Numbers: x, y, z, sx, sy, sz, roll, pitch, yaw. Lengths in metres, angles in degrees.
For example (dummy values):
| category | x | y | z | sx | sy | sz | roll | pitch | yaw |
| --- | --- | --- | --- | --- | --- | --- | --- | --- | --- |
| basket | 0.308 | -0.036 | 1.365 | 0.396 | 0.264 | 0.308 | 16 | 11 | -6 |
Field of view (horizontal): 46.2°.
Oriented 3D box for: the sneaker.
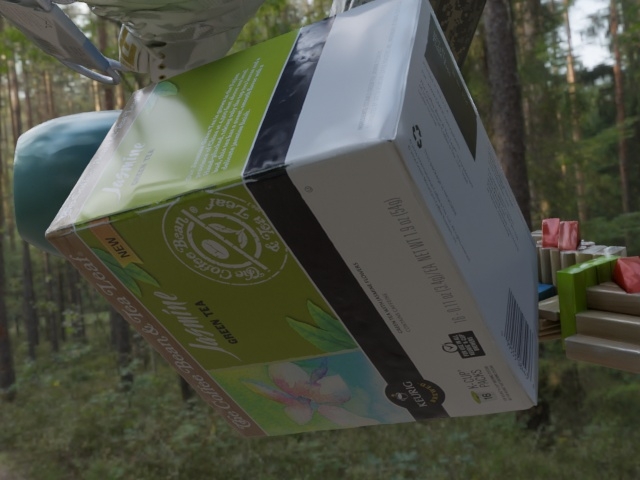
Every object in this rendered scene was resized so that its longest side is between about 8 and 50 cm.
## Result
| category | x | y | z | sx | sy | sz | roll | pitch | yaw |
| --- | --- | --- | --- | --- | --- | --- | --- | --- | --- |
| sneaker | -0.175 | -0.217 | 0.722 | 0.293 | 0.108 | 0.169 | -14 | -24 | -46 |

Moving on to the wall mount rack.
| category | x | y | z | sx | sy | sz | roll | pitch | yaw |
| --- | --- | --- | --- | --- | --- | --- | --- | --- | --- |
| wall mount rack | -0.304 | -0.318 | 1.006 | 0.304 | 0.130 | 0.350 | 19 | -7 | 10 |

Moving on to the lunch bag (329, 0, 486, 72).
| category | x | y | z | sx | sy | sz | roll | pitch | yaw |
| --- | --- | --- | --- | --- | --- | --- | --- | --- | --- |
| lunch bag | 0.127 | -0.419 | 1.262 | 0.213 | 0.304 | 0.256 | 2 | 26 | -34 |

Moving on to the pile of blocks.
| category | x | y | z | sx | sy | sz | roll | pitch | yaw |
| --- | --- | --- | --- | --- | --- | --- | --- | --- | --- |
| pile of blocks | 0.268 | 0.039 | 0.839 | 0.149 | 0.112 | 0.362 | -9 | 9 | -9 |

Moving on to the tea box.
| category | x | y | z | sx | sy | sz | roll | pitch | yaw |
| --- | --- | --- | --- | --- | --- | --- | --- | --- | --- |
| tea box | 0.000 | 0.000 | 0.709 | 0.324 | 0.219 | 0.329 | -13 | -50 | 28 |

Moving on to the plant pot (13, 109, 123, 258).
| category | x | y | z | sx | sy | sz | roll | pitch | yaw |
| --- | --- | --- | --- | --- | --- | --- | --- | --- | --- |
| plant pot | -0.406 | -0.093 | 1.326 | 0.235 | 0.292 | 0.293 | 1 | -5 | -12 |
